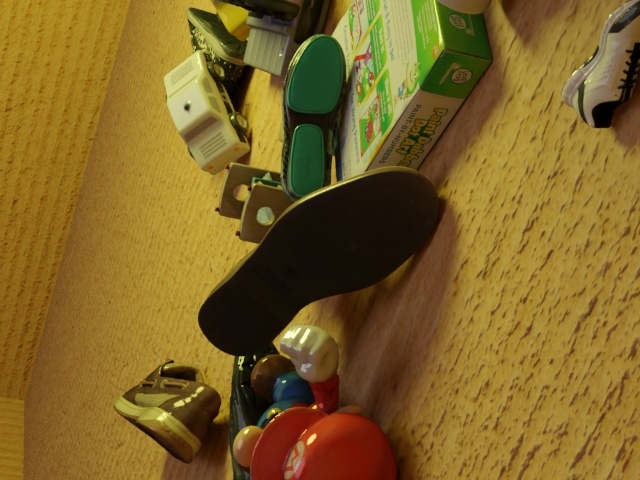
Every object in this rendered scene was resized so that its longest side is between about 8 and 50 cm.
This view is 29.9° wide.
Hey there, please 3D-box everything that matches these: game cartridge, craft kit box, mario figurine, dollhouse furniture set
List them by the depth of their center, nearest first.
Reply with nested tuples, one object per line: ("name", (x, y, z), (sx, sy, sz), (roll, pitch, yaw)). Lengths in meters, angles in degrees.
("mario figurine", (-0.043, 0.190, 1.170), (0.198, 0.170, 0.320), (67, 170, -6))
("craft kit box", (0.079, -0.192, 1.227), (0.246, 0.061, 0.250), (119, 154, -48))
("dollhouse furniture set", (-0.026, -0.091, 1.353), (0.129, 0.129, 0.183), (-139, 62, -68))
("game cartridge", (-0.027, -0.401, 1.642), (0.230, 0.068, 0.355), (-147, 69, -65))

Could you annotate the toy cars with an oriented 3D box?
("toy cars", (-0.165, -0.300, 1.808), (0.176, 0.087, 0.393), (13, 93, 32))

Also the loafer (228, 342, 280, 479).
("loafer", (-0.077, 0.217, 1.405), (0.078, 0.076, 0.223), (-46, 40, 44))

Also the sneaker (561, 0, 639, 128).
("sneaker", (0.213, -0.124, 0.843), (0.043, 0.040, 0.109), (65, 146, 34))

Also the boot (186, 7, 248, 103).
("boot", (-0.190, -0.274, 1.977), (0.236, 0.085, 0.178), (54, 129, 55))

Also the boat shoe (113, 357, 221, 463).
("boat shoe", (-0.214, 0.241, 1.769), (0.123, 0.123, 0.342), (-52, 9, -13))

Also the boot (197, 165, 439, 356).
("boot", (0.000, 0.000, 1.209), (0.305, 0.112, 0.115), (-34, 15, 34))

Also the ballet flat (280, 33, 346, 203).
("ballet flat", (-0.012, -0.125, 1.282), (0.070, 0.070, 0.188), (159, 123, -68))

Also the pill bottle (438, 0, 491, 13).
("pill bottle", (0.148, -0.277, 1.024), (0.087, 0.087, 0.160), (-100, 28, -46))

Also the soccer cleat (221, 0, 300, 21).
("soccer cleat", (-0.085, -0.362, 1.550), (0.318, 0.109, 0.116), (-122, 50, -66))
